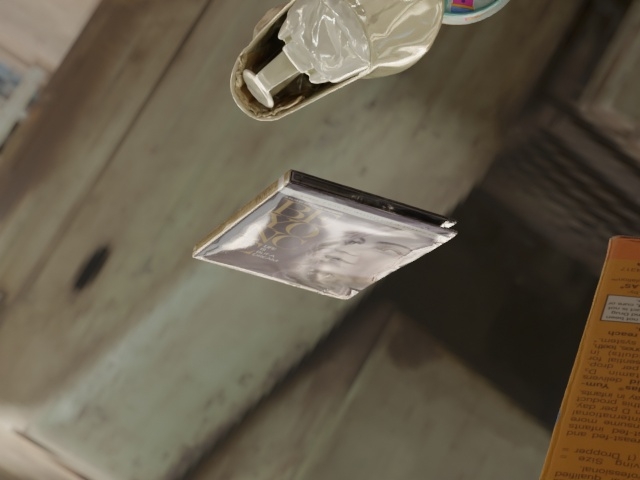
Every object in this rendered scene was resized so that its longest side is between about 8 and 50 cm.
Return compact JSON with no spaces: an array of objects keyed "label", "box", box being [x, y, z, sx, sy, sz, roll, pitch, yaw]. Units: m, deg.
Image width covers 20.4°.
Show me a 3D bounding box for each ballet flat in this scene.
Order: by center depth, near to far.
[{"label":"ballet flat","box":[0.001,-0.126,1.149,0.086,0.086,0.248,34,162,-12]}]

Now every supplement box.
[{"label":"supplement box","box":[0.141,0.088,0.769,0.080,0.233,0.078,7,121,13]}]

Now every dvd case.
[{"label":"dvd case","box":[0.000,0.000,1.617,0.164,0.018,0.221,17,156,-21]}]

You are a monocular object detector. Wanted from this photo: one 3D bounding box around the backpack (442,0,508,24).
[{"label":"backpack","box":[0.074,-0.248,1.347,0.188,0.166,0.144,15,178,-2]}]
